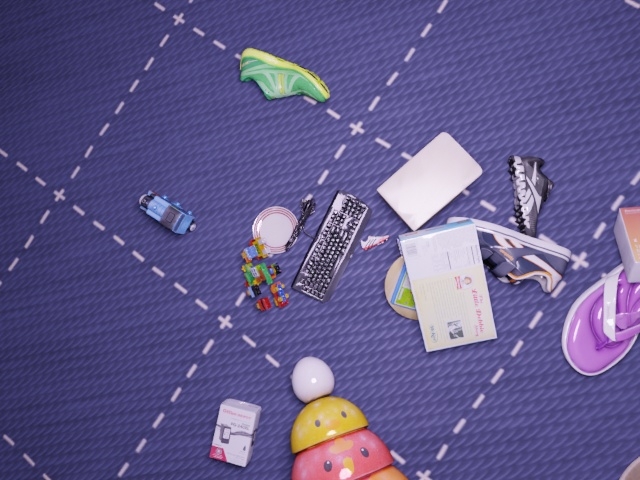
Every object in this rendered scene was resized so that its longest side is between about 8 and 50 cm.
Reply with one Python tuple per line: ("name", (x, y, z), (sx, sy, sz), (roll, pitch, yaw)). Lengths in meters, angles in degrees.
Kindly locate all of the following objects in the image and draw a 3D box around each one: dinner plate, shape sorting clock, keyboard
("dinner plate", (-0.133, -0.031, 1.315), (0.141, 0.017, 0.141), (-1, 85, 8))
("shape sorting clock", (0.277, 0.120, 1.198), (0.206, 0.040, 0.206), (1, 105, 3))
("keyboard", (0.000, 0.000, 1.275), (0.202, 0.033, 0.317), (25, 88, 5))

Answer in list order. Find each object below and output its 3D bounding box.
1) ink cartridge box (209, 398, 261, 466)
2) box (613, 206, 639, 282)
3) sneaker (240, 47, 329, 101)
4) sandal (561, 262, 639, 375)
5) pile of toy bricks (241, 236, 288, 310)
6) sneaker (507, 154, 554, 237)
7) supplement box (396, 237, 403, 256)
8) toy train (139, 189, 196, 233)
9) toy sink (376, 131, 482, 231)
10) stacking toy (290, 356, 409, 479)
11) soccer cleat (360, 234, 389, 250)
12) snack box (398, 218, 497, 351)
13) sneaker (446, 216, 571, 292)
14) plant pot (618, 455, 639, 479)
("ink cartridge box", (-0.239, 0.540, 1.251), (0.109, 0.063, 0.150), (10, 86, 10))
("box", (0.813, 0.007, 1.077), (0.130, 0.091, 0.170), (-5, 52, 20))
("sneaker", (-0.108, -0.474, 1.326), (0.296, 0.109, 0.123), (25, 110, 10))
("sandal", (0.769, 0.158, 1.108), (0.169, 0.102, 0.416), (39, 89, 11))
("pile of toy bricks", (-0.185, 0.107, 1.279), (0.105, 0.118, 0.212), (-21, 92, 45))
("sneaker", (0.573, -0.121, 1.182), (0.106, 0.078, 0.234), (-6, 81, 11))
("supplement box", (0.261, 0.025, 1.227), (0.083, 0.056, 0.083), (-15, 83, 7))
("toy train", (-0.462, -0.085, 1.328), (0.184, 0.105, 0.080), (31, 90, 10))
("toy sink", (0.294, -0.152, 1.203), (0.234, 0.131, 0.153), (-42, 80, 8))
("stacking toy", (0.027, 0.530, 1.125), (0.351, 0.350, 0.480), (-27, 65, 5))
("soccer cleat", (0.155, -0.001, 1.261), (0.083, 0.029, 0.035), (-26, 85, 10))
("snack box", (0.330, 0.121, 1.141), (0.187, 0.060, 0.322), (-13, 104, 9))
("sneaker", (0.477, 0.037, 1.157), (0.321, 0.126, 0.127), (19, 85, 10))
("plant pot", (0.895, 0.672, 0.954), (0.334, 0.334, 0.305), (-35, 92, 4))
